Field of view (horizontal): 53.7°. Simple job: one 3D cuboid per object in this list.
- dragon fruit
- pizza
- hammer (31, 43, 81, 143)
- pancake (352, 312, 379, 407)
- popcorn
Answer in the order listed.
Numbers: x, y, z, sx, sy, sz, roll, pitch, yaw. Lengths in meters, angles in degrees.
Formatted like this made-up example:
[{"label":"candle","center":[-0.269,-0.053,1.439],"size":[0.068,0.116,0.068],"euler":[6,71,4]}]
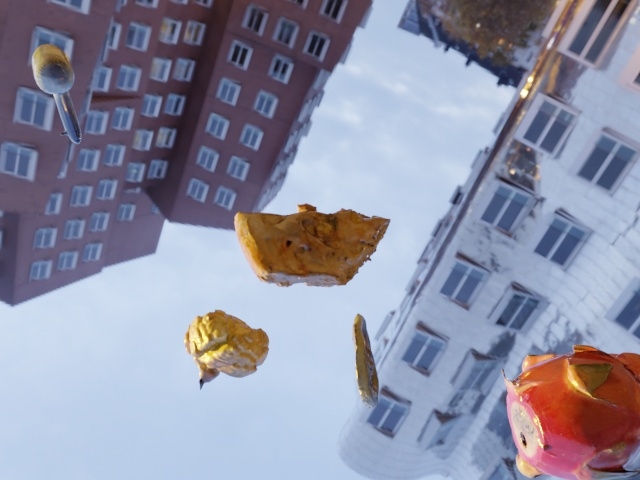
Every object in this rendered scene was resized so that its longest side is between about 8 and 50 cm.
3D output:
[{"label":"dragon fruit","center":[0.409,0.271,0.993],"size":[0.227,0.224,0.224],"euler":[-3,-146,-8]},{"label":"pizza","center":[0.000,0.000,1.146],"size":[0.297,0.071,0.189],"euler":[-1,-135,-17]},{"label":"hammer","center":[-0.497,-0.271,1.218],"size":[0.070,0.193,0.116],"euler":[-18,-138,-18]},{"label":"pancake","center":[0.048,0.131,0.674],"size":[0.017,0.108,0.108],"euler":[-12,-151,9]},{"label":"popcorn","center":[-0.097,0.109,0.609],"size":[0.084,0.084,0.084],"euler":[18,-151,-11]}]
